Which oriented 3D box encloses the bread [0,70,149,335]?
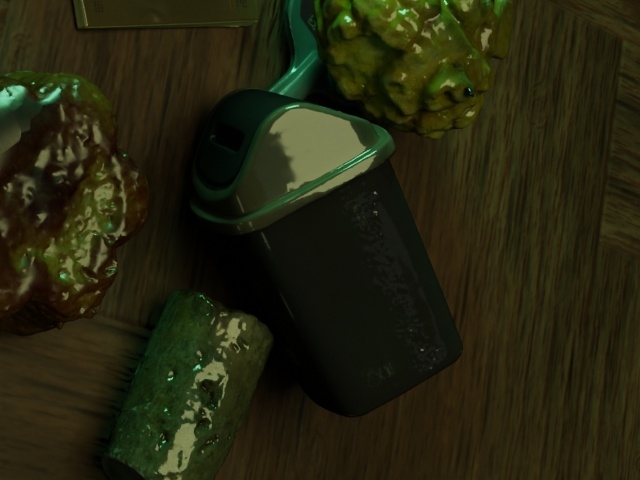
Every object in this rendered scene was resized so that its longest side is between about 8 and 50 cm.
[{"bbox_3d":[-0.257,-0.029,1.458,0.247,0.135,0.232,-45,113,-32],"label":"bread"}]

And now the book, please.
[{"bbox_3d":[-0.152,-0.269,1.651,0.199,0.016,0.138,-7,87,-38],"label":"book"}]

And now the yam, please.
[{"bbox_3d":[-0.122,0.151,1.548,0.107,0.107,0.194,35,65,-27],"label":"yam"}]

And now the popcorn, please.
[{"bbox_3d":[0.090,-0.209,1.690,0.218,0.169,0.189,59,46,-27],"label":"popcorn"}]

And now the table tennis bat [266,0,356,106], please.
[{"bbox_3d":[0.002,-0.186,1.744,0.153,0.040,0.244,54,52,-20],"label":"table tennis bat"}]

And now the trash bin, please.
[{"bbox_3d":[0.000,0.000,1.594,0.182,0.209,0.290,-29,107,-12],"label":"trash bin"}]
